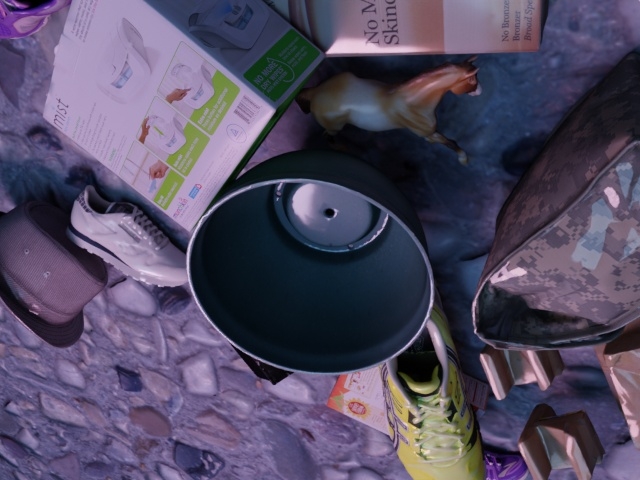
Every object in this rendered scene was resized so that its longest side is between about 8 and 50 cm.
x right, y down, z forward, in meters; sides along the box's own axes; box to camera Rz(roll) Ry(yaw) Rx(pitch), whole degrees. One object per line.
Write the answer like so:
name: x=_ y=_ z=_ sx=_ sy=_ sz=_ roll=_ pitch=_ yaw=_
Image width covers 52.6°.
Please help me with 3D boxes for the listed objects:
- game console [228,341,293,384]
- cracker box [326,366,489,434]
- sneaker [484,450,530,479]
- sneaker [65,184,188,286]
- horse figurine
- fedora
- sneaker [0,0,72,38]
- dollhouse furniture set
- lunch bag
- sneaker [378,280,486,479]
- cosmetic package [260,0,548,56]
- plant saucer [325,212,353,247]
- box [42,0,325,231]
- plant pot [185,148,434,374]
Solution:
game console: x=-0.106 y=0.197 z=1.189 sx=0.107 sy=0.071 sz=0.122 roll=-34 pitch=109 yaw=6
cracker box: x=0.144 y=0.262 z=1.093 sx=0.233 sy=0.067 sz=0.155 roll=25 pitch=128 yaw=6
sneaker: x=0.277 y=0.388 z=1.129 sx=0.170 sy=0.068 sz=0.071 roll=-8 pitch=114 yaw=28
sneaker: x=-0.312 y=-0.004 z=1.091 sx=0.235 sy=0.090 sz=0.094 roll=26 pitch=111 yaw=-2
horse figurine: x=0.069 y=-0.154 z=0.778 sx=0.264 sy=0.066 sz=0.174 roll=11 pitch=167 yaw=26
fedora: x=-0.465 y=0.037 z=1.123 sx=0.124 sy=0.243 sz=0.275 roll=-35 pitch=97 yaw=7
sneaker: x=-0.403 y=-0.333 z=0.877 sx=0.237 sy=0.104 sz=0.095 roll=-12 pitch=119 yaw=31
dollhouse furniture set: x=0.486 y=0.238 z=0.881 sx=0.362 sy=0.256 sz=0.393 roll=-23 pitch=91 yaw=33
lunch bag: x=0.293 y=-0.021 z=0.718 sx=0.169 sy=0.235 sz=0.287 roll=36 pitch=130 yaw=-4
sneaker: x=0.147 y=0.236 z=0.948 sx=0.145 sy=0.147 sz=0.384 roll=-17 pitch=98 yaw=11
cosmetic package: x=0.086 y=-0.286 z=0.686 sx=0.297 sy=0.129 sz=0.153 roll=3 pitch=127 yaw=21
plant saucer: x=0.000 y=0.000 z=0.996 sx=0.120 sy=0.021 sz=0.119 roll=11 pitch=126 yaw=15
box: x=-0.167 y=-0.171 z=0.733 sx=0.231 sy=0.126 sz=0.262 roll=39 pitch=140 yaw=-6
plant pot: x=0.000 y=0.001 z=0.834 sx=0.293 sy=0.196 sz=0.292 roll=5 pitch=125 yaw=7
